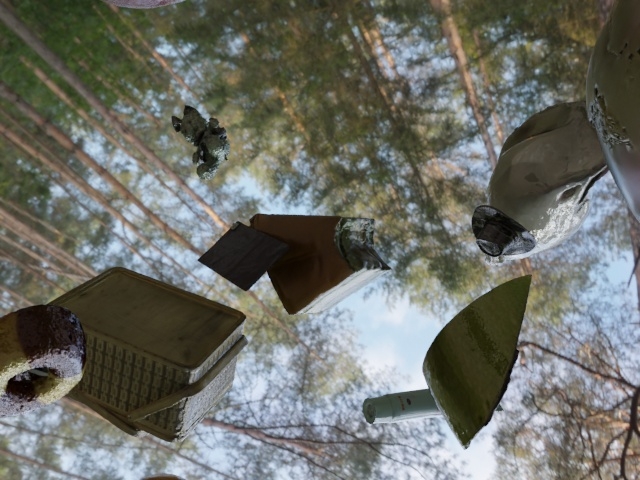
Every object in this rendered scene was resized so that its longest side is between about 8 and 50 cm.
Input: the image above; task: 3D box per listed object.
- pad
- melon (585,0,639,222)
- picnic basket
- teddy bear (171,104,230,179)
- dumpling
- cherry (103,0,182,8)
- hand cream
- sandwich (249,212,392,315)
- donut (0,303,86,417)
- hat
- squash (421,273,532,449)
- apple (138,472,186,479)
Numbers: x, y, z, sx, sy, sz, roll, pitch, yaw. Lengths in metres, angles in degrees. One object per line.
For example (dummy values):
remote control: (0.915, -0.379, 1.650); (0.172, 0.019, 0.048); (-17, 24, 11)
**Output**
pad: (-0.146, 0.024, 1.159); (0.116, 0.004, 0.193); (-46, -142, -16)
melon: (0.291, -0.062, 0.350); (0.223, 0.317, 0.223); (-41, -151, 29)
picnic basket: (-0.314, 0.205, 1.132); (0.313, 0.175, 0.228); (18, -157, 13)
teddy bear: (-0.282, -0.252, 1.569); (0.133, 0.111, 0.213); (-54, -127, 25)
dumpling: (0.410, -0.113, 1.194); (0.181, 0.341, 0.260); (0, -122, 6)
cherry: (-0.273, -0.441, 0.892); (0.213, 0.285, 0.236); (-50, -123, 36)
hand cream: (0.239, 0.341, 1.311); (0.058, 0.331, 0.085); (-63, -143, 36)
sandwich: (0.000, 0.000, 1.213); (0.198, 0.155, 0.227); (-36, -108, 24)
donut: (-0.374, 0.159, 0.792); (0.166, 0.184, 0.073); (-14, -122, -34)
hat: (0.286, -0.003, 1.010); (0.121, 0.121, 0.050); (23, -119, 39)
squash: (0.225, 0.188, 0.857); (0.204, 0.236, 0.155); (-12, -134, -32)
apple: (-0.372, 0.682, 1.426); (0.233, 0.286, 0.286); (-23, -139, -26)
